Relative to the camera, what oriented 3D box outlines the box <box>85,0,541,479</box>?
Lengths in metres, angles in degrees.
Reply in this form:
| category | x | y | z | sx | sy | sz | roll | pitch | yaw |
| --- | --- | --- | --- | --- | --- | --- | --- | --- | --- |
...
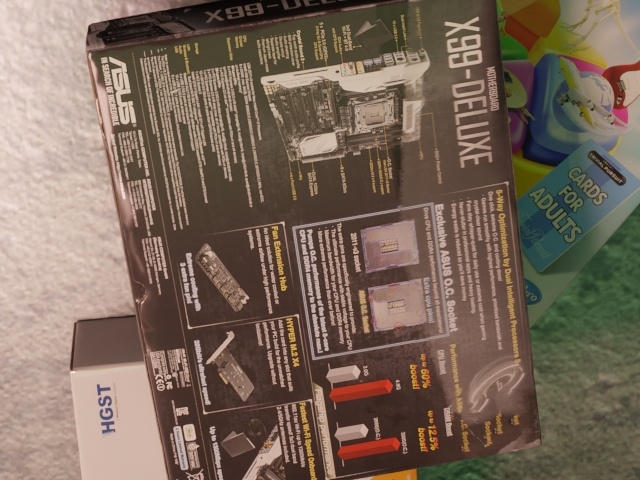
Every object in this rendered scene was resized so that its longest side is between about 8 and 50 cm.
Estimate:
| category | x | y | z | sx | sy | sz | roll | pitch | yaw |
| --- | --- | --- | --- | --- | --- | --- | --- | --- | --- |
| box | 0.000 | 0.000 | 0.986 | 0.242 | 0.076 | 0.307 | -10 | 109 | -3 |

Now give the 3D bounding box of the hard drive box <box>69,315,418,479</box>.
| category | x | y | z | sx | sy | sz | roll | pitch | yaw |
| --- | --- | --- | --- | --- | --- | --- | --- | --- | --- |
| hard drive box | -0.051 | 0.143 | 1.118 | 0.232 | 0.089 | 0.181 | -6 | 110 | -4 |

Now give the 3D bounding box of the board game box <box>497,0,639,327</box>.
| category | x | y | z | sx | sy | sz | roll | pitch | yaw |
| --- | --- | --- | --- | --- | --- | --- | --- | --- | --- |
| board game box | 0.145 | -0.147 | 1.036 | 0.254 | 0.079 | 0.336 | 35 | 103 | -18 |
